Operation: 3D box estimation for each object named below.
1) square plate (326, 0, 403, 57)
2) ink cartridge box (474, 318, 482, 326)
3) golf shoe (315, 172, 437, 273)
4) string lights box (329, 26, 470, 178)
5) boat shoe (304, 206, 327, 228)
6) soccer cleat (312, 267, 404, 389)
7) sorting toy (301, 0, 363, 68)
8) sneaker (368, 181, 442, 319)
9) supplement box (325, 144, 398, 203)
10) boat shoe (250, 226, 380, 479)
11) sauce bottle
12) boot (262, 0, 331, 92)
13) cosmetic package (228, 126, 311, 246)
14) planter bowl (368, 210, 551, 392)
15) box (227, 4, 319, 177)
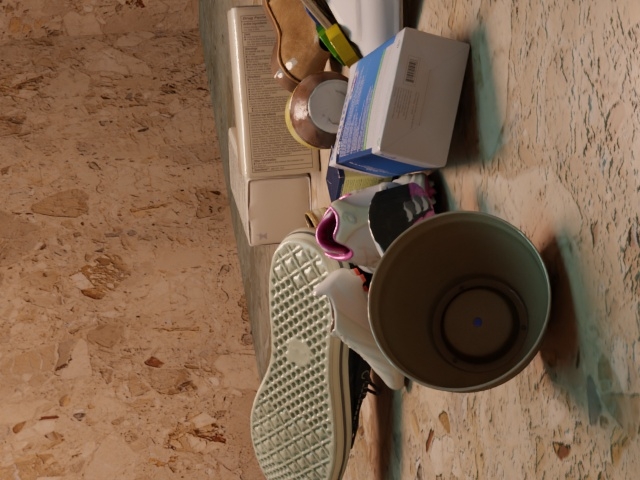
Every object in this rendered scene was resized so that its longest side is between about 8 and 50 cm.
[{"bbox_3d":[0.012,-0.408,1.337,0.347,0.049,0.344,82,164,-56],"label":"square plate"},{"bbox_3d":[0.142,0.069,1.194,0.207,0.046,0.097,123,140,-72],"label":"ink cartridge box"},{"bbox_3d":[0.055,-0.016,1.378,0.306,0.140,0.115,123,139,-76],"label":"golf shoe"},{"bbox_3d":[0.081,-0.147,1.229,0.259,0.076,0.133,-175,98,-79],"label":"string lights box"},{"bbox_3d":[0.000,0.000,1.945,0.050,0.045,0.135,96,165,-49],"label":"boat shoe"},{"bbox_3d":[0.055,0.129,1.499,0.196,0.076,0.068,63,174,-16],"label":"soccer cleat"},{"bbox_3d":[0.001,-0.305,1.503,0.229,0.041,0.307,50,-168,-34],"label":"sorting toy"},{"bbox_3d":[0.091,0.025,1.140,0.077,0.072,0.178,83,-179,-57],"label":"sneaker"},{"bbox_3d":[0.056,-0.088,1.477,0.083,0.083,0.056,101,160,-58],"label":"supplement box"},{"bbox_3d":[0.004,0.198,1.671,0.186,0.156,0.500,22,121,31],"label":"boat shoe"},{"bbox_3d":[0.009,-0.184,1.534,0.344,0.111,0.111,-143,48,-83],"label":"sauce bottle"},{"bbox_3d":[-0.024,-0.381,1.823,0.115,0.112,0.305,-48,36,35],"label":"boot"},{"bbox_3d":[-0.109,-0.121,2.255,0.296,0.129,0.153,-113,21,-60],"label":"cosmetic package"},{"bbox_3d":[0.136,0.067,0.988,0.109,0.162,0.162,44,-146,-64],"label":"planter bowl"},{"bbox_3d":[-0.089,-0.279,2.016,0.121,0.148,0.311,-142,48,-77],"label":"box"}]
